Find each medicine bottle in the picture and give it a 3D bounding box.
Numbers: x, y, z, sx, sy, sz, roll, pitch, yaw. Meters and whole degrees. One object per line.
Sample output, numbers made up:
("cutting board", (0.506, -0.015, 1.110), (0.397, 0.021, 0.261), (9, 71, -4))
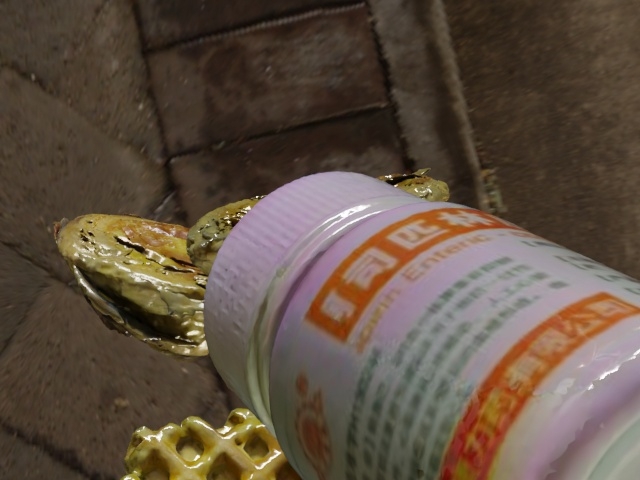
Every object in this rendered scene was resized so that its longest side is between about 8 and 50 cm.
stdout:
("medicine bottle", (0.092, 0.095, 0.857), (0.219, 0.388, 0.219), (-9, 111, -26))

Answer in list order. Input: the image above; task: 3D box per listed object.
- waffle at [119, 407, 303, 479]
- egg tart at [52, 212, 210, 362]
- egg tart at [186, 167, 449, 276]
("waffle", (-0.045, 0.236, 1.006), (0.245, 0.052, 0.254), (6, 51, -7))
("egg tart", (-0.167, 0.057, 1.544), (0.297, 0.297, 0.132), (19, 105, -9))
("egg tart", (0.000, 0.000, 1.224), (0.252, 0.232, 0.098), (-19, 104, -30))
